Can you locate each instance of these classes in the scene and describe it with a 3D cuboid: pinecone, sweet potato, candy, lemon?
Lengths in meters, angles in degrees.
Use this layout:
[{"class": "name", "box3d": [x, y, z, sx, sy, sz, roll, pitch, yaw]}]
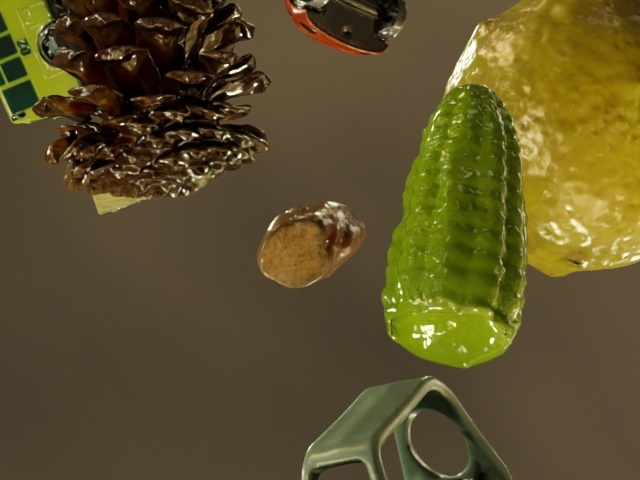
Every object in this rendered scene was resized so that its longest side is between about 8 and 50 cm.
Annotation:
[{"class": "pinecone", "box3d": [-0.177, -0.180, 1.626, 0.246, 0.246, 0.292, 7, -111, -34]}, {"class": "sweet potato", "box3d": [0.000, 0.000, 1.878, 0.097, 0.097, 0.251, 48, -159, 9]}, {"class": "candy", "box3d": [0.096, -0.019, 1.069, 0.096, 0.096, 0.210, 22, -123, -21]}, {"class": "lemon", "box3d": [0.318, -0.143, 1.926, 0.349, 0.387, 0.350, 4, -169, -1]}]

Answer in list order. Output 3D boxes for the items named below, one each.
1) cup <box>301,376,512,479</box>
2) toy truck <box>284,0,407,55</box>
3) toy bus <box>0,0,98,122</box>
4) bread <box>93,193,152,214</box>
[{"class": "cup", "box3d": [0.074, 0.356, 1.503, 0.401, 0.310, 0.392, 54, -163, 22]}, {"class": "toy truck", "box3d": [0.017, -0.292, 1.415, 0.107, 0.114, 0.253, 17, -101, -42]}, {"class": "toy bus", "box3d": [-0.327, -0.266, 1.808, 0.128, 0.150, 0.262, -40, -69, -59]}, {"class": "bread", "box3d": [-0.233, -0.106, 2.011, 0.036, 0.193, 0.112, -29, -80, -50]}]
